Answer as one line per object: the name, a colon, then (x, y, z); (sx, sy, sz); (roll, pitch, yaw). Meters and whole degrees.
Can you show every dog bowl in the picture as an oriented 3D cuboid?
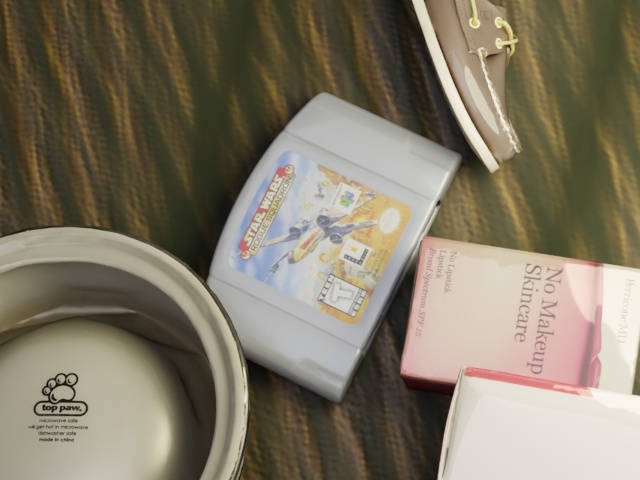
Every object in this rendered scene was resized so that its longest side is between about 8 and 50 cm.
dog bowl: (-0.260, 0.198, 1.707); (0.408, 0.150, 0.407); (-3, 66, 7)

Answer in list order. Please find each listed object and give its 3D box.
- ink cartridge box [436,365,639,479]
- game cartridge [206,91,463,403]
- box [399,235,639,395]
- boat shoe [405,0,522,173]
ink cartridge box: (0.233, 0.217, 1.598); (0.226, 0.306, 0.131); (9, 80, 8)
game cartridge: (0.000, 0.000, 1.798); (0.198, 0.062, 0.297); (26, 83, 6)
box: (0.207, 0.092, 1.717); (0.232, 0.127, 0.148); (8, 80, 8)
boat shoe: (0.152, -0.230, 1.793); (0.097, 0.116, 0.324); (-22, 72, 5)
